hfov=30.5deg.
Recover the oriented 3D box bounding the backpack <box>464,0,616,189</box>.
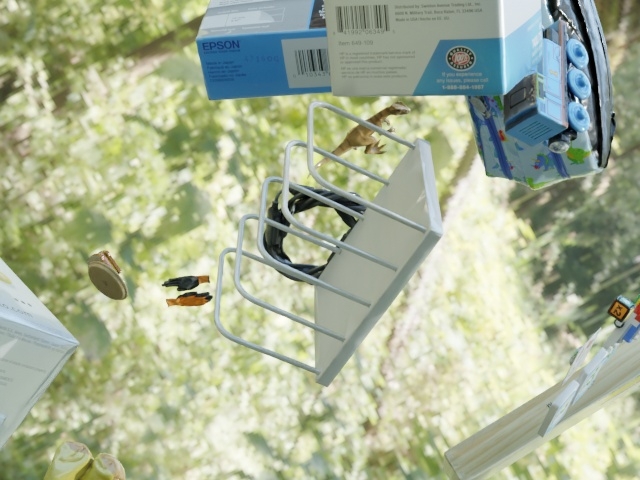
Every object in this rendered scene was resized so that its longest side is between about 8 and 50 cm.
[{"bbox_3d":[0.320,-0.254,1.746,0.356,0.273,0.290,56,23,-15],"label":"backpack"}]

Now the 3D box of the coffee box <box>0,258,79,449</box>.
[{"bbox_3d":[-0.618,0.143,1.604,0.334,0.338,0.337,39,4,36],"label":"coffee box"}]

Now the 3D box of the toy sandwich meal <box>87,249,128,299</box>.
[{"bbox_3d":[-0.321,0.054,1.786,0.085,0.029,0.086,25,-38,21],"label":"toy sandwich meal"}]

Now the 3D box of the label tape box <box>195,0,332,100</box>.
[{"bbox_3d":[-0.030,-0.352,1.755,0.348,0.249,0.115,-82,165,-48],"label":"label tape box"}]

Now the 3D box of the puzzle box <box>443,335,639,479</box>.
[{"bbox_3d":[0.361,0.234,1.695,0.052,0.408,0.272,58,-4,17],"label":"puzzle box"}]

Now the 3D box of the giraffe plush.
[{"bbox_3d":[-0.401,0.450,1.869,0.181,0.210,0.170,45,-34,21],"label":"giraffe plush"}]

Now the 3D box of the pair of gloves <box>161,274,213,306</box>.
[{"bbox_3d":[-0.204,0.079,1.802,0.083,0.074,0.010,88,-5,-55],"label":"pair of gloves"}]

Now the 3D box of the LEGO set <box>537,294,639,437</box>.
[{"bbox_3d":[0.355,0.127,1.399,0.060,0.182,0.244,37,-35,21],"label":"LEGO set"}]

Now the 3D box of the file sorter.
[{"bbox_3d":[0.000,0.000,1.454,0.173,0.278,0.193,23,34,-17],"label":"file sorter"}]

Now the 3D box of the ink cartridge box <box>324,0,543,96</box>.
[{"bbox_3d":[0.123,-0.309,1.273,0.197,0.198,0.270,-42,131,-60],"label":"ink cartridge box"}]

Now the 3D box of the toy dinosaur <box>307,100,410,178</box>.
[{"bbox_3d":[0.061,-0.177,2.049,0.064,0.211,0.112,53,5,23],"label":"toy dinosaur"}]

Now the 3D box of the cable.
[{"bbox_3d":[-0.003,-0.008,1.616,0.185,0.150,0.047,96,-13,-45],"label":"cable"}]

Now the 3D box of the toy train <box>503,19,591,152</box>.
[{"bbox_3d":[0.290,-0.202,1.511,0.105,0.080,0.184,23,59,-31],"label":"toy train"}]
